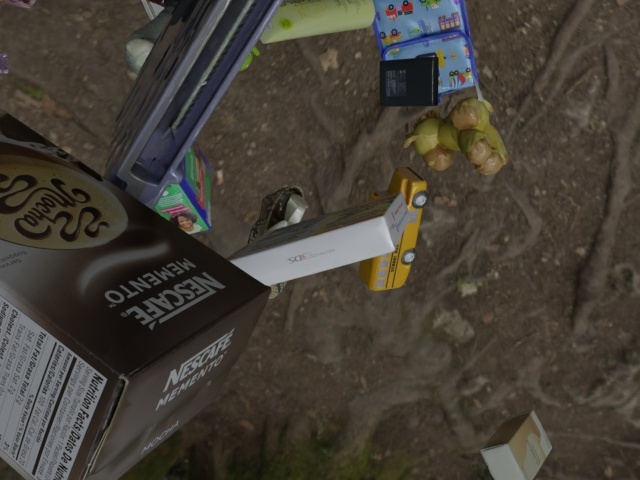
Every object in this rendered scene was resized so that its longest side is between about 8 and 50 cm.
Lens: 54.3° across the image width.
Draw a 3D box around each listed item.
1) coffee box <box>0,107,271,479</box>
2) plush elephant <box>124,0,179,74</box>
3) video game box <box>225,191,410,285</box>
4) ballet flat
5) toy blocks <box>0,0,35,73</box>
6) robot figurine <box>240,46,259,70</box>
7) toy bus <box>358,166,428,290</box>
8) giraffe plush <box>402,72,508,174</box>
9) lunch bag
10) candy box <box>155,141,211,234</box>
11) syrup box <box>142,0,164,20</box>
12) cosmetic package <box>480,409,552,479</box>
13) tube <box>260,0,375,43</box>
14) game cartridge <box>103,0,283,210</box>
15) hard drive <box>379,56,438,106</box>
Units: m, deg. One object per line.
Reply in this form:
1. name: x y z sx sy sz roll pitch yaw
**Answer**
1. coffee box: -0.210 0.024 0.450 0.297 0.168 0.119 32 113 13
2. plush elephant: -0.200 -0.428 0.831 0.330 0.272 0.255 -28 158 -9
3. video game box: 0.000 0.000 0.769 0.205 0.187 0.048 -16 100 16
4. ballet flat: -0.117 -0.032 1.889 0.164 0.483 0.182 40 118 -21
5. toy blocks: -0.585 -0.420 1.064 0.260 0.288 0.309 6 108 5
6. robot figurine: -0.216 -0.494 1.671 0.101 0.115 0.067 -28 115 14
7. toy bus: 0.196 -0.031 1.721 0.130 0.108 0.333 -6 122 -20
8. giraffe plush: 0.263 -0.213 1.278 0.170 0.210 0.181 -22 154 30
9. lunch bag: 0.258 -0.481 1.535 0.221 0.138 0.293 -10 107 18
10. candy box: -0.423 -0.208 1.769 0.122 0.268 0.317 -16 142 9
11. syrup box: -0.271 -0.555 1.362 0.237 0.093 0.096 -16 106 30
12. cosmetic package: 0.256 0.271 0.811 0.041 0.115 0.060 -30 83 34
13. tube: -0.016 -0.391 1.097 0.240 0.070 0.062 -18 111 -27
14. game cartridge: -0.098 -0.207 0.588 0.068 0.230 0.355 28 114 -23
15. hard drive: 0.178 -0.320 1.265 0.135 0.022 0.094 11 108 45
